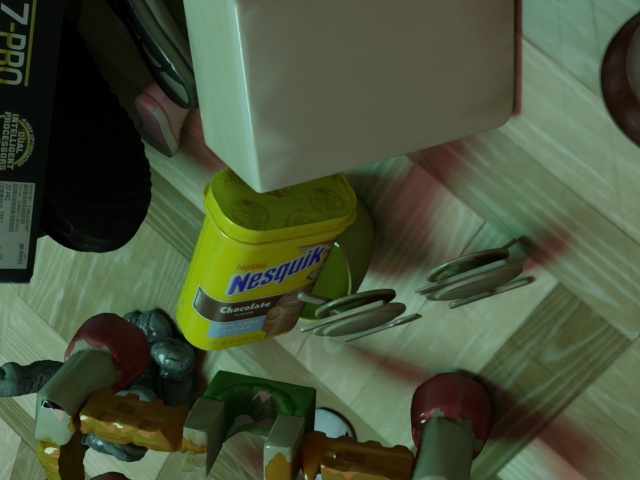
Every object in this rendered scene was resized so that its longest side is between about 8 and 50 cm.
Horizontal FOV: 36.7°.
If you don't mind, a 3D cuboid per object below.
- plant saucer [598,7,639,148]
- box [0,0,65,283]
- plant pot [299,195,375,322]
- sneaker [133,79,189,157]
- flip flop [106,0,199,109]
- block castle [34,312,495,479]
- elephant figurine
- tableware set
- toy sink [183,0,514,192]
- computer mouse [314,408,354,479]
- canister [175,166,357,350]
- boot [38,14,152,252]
[{"bbox_3d":[0.278,-0.110,0.660,0.168,0.029,0.168,20,145,15],"label":"plant saucer"},{"bbox_3d":[-0.359,-0.182,0.955,0.318,0.097,0.394,18,103,50],"label":"box"},{"bbox_3d":[0.000,0.000,0.943,0.134,0.095,0.134,20,127,29],"label":"plant pot"},{"bbox_3d":[-0.159,-0.139,1.028,0.051,0.070,0.134,35,164,6],"label":"sneaker"},{"bbox_3d":[-0.170,-0.259,0.928,0.277,0.080,0.112,58,167,0],"label":"flip flop"},{"bbox_3d":[-0.061,0.261,1.019,0.453,0.213,0.303,9,115,10],"label":"block castle"},{"bbox_3d":[-0.277,0.204,1.198,0.186,0.239,0.169,43,135,10],"label":"elephant figurine"},{"bbox_3d":[0.080,0.041,0.849,0.194,0.128,0.039,-19,74,16],"label":"tableware set"},{"bbox_3d":[0.022,-0.156,0.781,0.131,0.234,0.152,43,145,54],"label":"toy sink"},{"bbox_3d":[0.004,0.287,1.161,0.106,0.042,0.193,16,126,33],"label":"computer mouse"},{"bbox_3d":[-0.053,0.016,0.839,0.073,0.126,0.170,59,144,30],"label":"canister"},{"bbox_3d":[-0.314,-0.068,1.088,0.260,0.131,0.348,-56,48,40],"label":"boot"}]
